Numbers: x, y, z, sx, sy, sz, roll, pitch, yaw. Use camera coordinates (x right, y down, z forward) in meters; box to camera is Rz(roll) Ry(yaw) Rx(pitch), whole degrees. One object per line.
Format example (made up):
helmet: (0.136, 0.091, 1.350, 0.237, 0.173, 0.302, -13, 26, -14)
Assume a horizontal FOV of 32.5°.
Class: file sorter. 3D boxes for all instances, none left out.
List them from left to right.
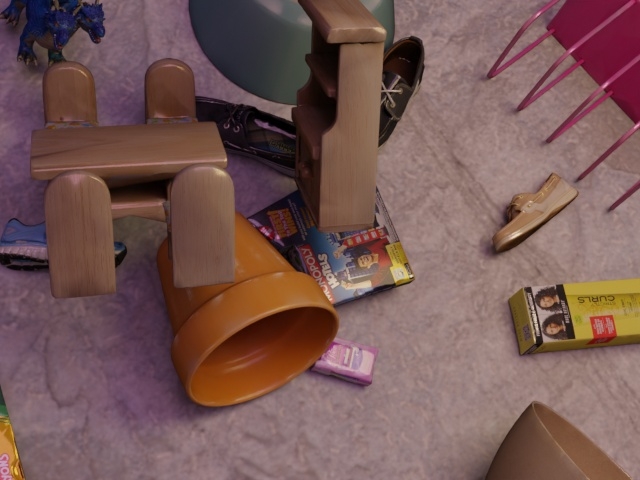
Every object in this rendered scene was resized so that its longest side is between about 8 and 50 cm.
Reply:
file sorter: (0.415, -0.217, 1.591, 0.182, 0.202, 0.290, -38, 82, -20)

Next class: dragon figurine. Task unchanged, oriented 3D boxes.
dragon figurine: (-0.359, -0.326, 1.453, 0.085, 0.144, 0.289, 7, 45, -37)

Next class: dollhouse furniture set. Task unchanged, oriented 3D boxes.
dollhouse furniture set: (-0.139, -0.145, 1.287, 0.394, 0.256, 0.362, -4, 28, -12)

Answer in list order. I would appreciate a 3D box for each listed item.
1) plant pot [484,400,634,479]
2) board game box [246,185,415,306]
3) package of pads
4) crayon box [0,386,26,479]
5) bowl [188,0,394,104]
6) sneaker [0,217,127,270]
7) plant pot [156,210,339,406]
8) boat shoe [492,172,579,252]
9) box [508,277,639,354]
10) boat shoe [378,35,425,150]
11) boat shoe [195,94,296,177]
plant pot: (0.295, 0.361, 1.323, 0.284, 0.284, 0.191, 44, 99, 5)
board game box: (0.000, 0.000, 1.479, 0.194, 0.060, 0.194, -16, 74, -19)
package of pads: (0.032, 0.156, 1.442, 0.083, 0.032, 0.050, 17, 64, -7)
crayon box: (-0.419, 0.294, 1.250, 0.165, 0.081, 0.278, -15, 74, -19)
bowl: (-0.022, -0.366, 1.560, 0.312, 0.163, 0.311, 5, 68, -13)
sneaker: (-0.327, -0.001, 1.398, 0.162, 0.063, 0.073, 6, 65, -12)
plant pot: (-0.109, 0.072, 1.363, 0.205, 0.205, 0.188, -20, 59, -20)
boat shoe: (0.297, -0.042, 1.571, 0.170, 0.063, 0.059, -33, 77, -32)
box: (0.386, 0.104, 1.534, 0.232, 0.058, 0.087, -2, 69, -15)
boat shoe: (0.084, -0.203, 1.541, 0.084, 0.079, 0.233, 30, 51, 6)
boat shoe: (-0.101, -0.152, 1.503, 0.229, 0.076, 0.080, 23, 65, -4)
